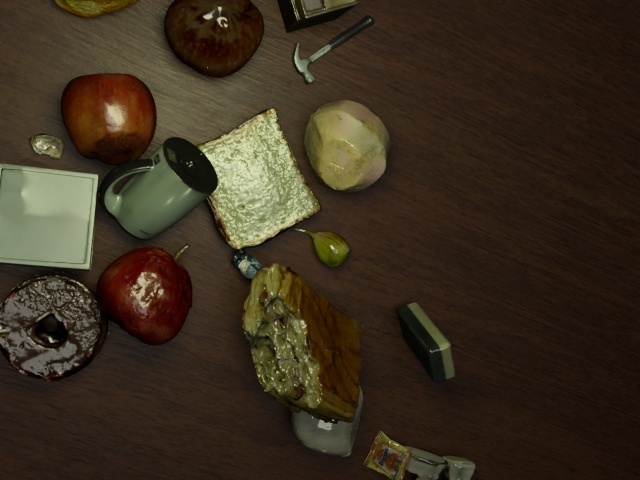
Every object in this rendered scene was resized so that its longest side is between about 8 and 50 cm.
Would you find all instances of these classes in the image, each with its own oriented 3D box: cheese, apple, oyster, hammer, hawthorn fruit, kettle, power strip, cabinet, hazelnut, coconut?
[{"bbox_3d":[0.015,0.468,2.006,0.188,0.154,0.198,10,94,-9],"label":"cheese"},{"bbox_3d":[-0.489,-0.279,1.767,0.229,0.230,0.230,-1,96,-14],"label":"apple"},{"bbox_3d":[-0.660,-0.230,1.834,0.083,0.019,0.054,18,92,-17],"label":"oyster"},{"bbox_3d":[0.034,-0.516,1.974,0.246,0.029,0.103,-38,104,-9],"label":"hammer"},{"bbox_3d":[-0.408,0.108,1.844,0.230,0.210,0.266,40,66,-21],"label":"hawthorn fruit"},{"bbox_3d":[-0.399,-0.120,1.791,0.236,0.161,0.221,-37,143,27],"label":"kettle"},{"bbox_3d":[0.274,0.259,1.997,0.070,0.257,0.105,-18,116,-9],"label":"power strip"},{"bbox_3d":[-0.017,-0.624,1.851,0.148,0.215,0.175,-19,100,-11],"label":"cabinet"},{"bbox_3d":[-0.251,-0.496,1.814,0.233,0.218,0.218,-10,98,-15],"label":"hazelnut"},{"bbox_3d":[0.070,-0.243,1.913,0.197,0.237,0.237,-27,105,32],"label":"coconut"}]

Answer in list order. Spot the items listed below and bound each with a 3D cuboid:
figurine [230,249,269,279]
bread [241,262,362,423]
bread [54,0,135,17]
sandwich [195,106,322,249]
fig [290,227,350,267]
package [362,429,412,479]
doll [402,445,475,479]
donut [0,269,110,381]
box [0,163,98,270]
[{"bbox_3d":[-0.166,0.089,1.961,0.149,0.087,0.086,40,47,-3],"label":"figurine"},{"bbox_3d":[-0.063,0.269,1.871,0.370,0.191,0.314,38,45,-39],"label":"bread"},{"bbox_3d":[-0.520,-0.654,1.762,0.268,0.145,0.269,0,92,-14],"label":"bread"},{"bbox_3d":[-0.172,-0.144,1.922,0.271,0.099,0.301,-27,100,-4],"label":"sandwich"},{"bbox_3d":[0.005,0.002,1.988,0.166,0.093,0.093,41,85,-13],"label":"fig"},{"bbox_3d":[0.187,0.599,2.099,0.120,0.031,0.108,24,88,29],"label":"package"},{"bbox_3d":[0.290,0.782,2.113,0.348,0.161,0.423,37,87,7],"label":"doll"},{"bbox_3d":[-0.647,0.206,1.840,0.269,0.103,0.270,-1,95,-12],"label":"donut"},{"bbox_3d":[-0.645,-0.047,1.786,0.224,0.117,0.225,6,83,-15],"label":"box"}]
